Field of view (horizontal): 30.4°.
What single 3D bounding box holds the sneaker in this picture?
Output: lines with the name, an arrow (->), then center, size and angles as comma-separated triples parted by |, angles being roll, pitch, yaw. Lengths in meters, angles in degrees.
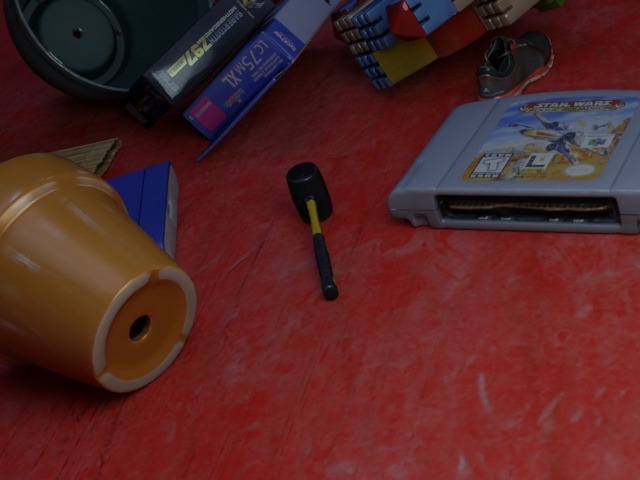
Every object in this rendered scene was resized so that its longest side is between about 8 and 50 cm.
sneaker -> 0.228, -0.216, 1.382 | 0.061, 0.065, 0.158 | 2, 37, 33

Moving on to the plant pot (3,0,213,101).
plant pot -> -0.330, -0.325, 1.707 | 0.293, 0.293, 0.196 | -41, 10, -32

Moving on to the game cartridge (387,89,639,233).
game cartridge -> 0.235, -0.083, 1.175 | 0.297, 0.062, 0.198 | 2, 40, 32

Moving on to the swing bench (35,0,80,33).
swing bench -> -0.366, -0.487, 1.954 | 0.254, 0.165, 0.253 | 2, 66, 65

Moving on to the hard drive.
hard drive -> -0.321, 0.012, 1.347 | 0.318, 0.040, 0.210 | -16, 30, 5

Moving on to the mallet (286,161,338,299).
mallet -> 0.000, 0.000, 1.199 | 0.039, 0.062, 0.190 | -18, 45, 5

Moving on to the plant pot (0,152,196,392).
plant pot -> -0.226, 0.045, 1.108 | 0.188, 0.205, 0.205 | 27, 52, 32

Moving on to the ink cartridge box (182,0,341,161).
ink cartridge box -> -0.068, -0.245, 1.521 | 0.186, 0.065, 0.311 | -39, 16, 40

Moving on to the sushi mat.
sushi mat -> -0.426, -0.073, 1.567 | 0.316, 0.019, 0.151 | -9, 31, 17

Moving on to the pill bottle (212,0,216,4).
pill bottle -> -0.093, -0.462, 1.880 | 0.272, 0.152, 0.152 | -18, 30, 2

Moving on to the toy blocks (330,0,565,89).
toy blocks -> 0.139, -0.292, 1.438 | 0.261, 0.191, 0.381 | -40, 16, -17

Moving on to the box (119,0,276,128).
box -> -0.163, -0.237, 1.516 | 0.183, 0.059, 0.232 | -48, 12, -14
